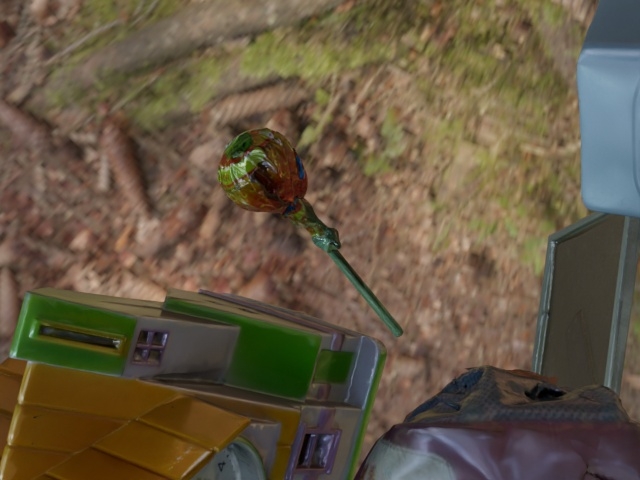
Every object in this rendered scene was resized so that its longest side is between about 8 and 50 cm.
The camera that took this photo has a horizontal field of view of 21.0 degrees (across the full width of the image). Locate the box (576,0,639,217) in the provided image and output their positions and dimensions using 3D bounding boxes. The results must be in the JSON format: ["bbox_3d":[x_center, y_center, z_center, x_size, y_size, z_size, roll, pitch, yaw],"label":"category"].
[{"bbox_3d":[0.320,-0.130,1.642,0.130,0.162,0.227,6,128,18],"label":"box"}]

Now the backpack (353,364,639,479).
[{"bbox_3d":[0.096,0.207,0.907,0.197,0.317,0.283,6,88,-3],"label":"backpack"}]

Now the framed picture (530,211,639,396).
[{"bbox_3d":[0.288,0.123,1.944,0.020,0.240,0.324,13,74,-13],"label":"framed picture"}]

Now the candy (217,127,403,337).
[{"bbox_3d":[0.000,0.000,1.209,0.060,0.060,0.201,-30,118,22],"label":"candy"}]

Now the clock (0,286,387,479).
[{"bbox_3d":[-0.108,0.148,1.023,0.166,0.309,0.235,16,92,30],"label":"clock"}]
